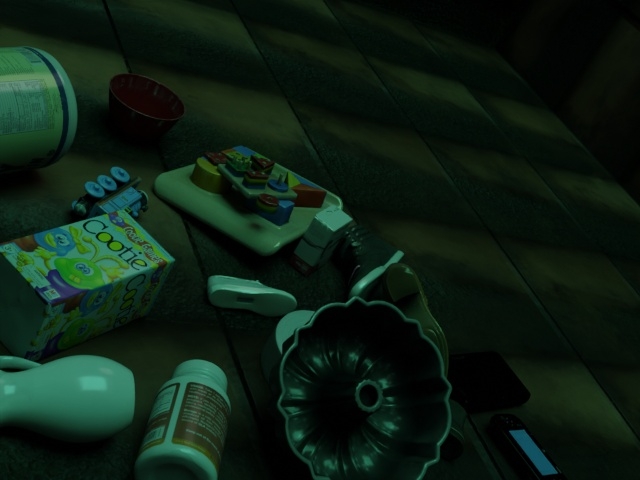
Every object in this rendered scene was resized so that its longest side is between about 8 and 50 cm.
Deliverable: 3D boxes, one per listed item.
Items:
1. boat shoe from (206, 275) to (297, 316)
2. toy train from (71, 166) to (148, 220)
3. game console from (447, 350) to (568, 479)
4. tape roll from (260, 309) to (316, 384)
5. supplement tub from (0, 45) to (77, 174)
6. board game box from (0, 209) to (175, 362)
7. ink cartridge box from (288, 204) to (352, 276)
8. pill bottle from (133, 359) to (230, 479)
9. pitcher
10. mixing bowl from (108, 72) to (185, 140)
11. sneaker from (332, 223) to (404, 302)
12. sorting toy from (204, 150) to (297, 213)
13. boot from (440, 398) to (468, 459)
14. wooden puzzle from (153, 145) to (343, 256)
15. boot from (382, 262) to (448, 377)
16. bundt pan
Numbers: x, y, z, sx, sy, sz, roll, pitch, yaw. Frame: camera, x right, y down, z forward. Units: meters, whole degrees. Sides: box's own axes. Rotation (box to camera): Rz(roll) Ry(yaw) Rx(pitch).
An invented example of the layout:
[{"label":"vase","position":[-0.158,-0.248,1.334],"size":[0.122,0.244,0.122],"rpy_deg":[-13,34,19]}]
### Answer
[{"label":"boat shoe","position":[-0.136,0.104,1.750],"size":[0.184,0.066,0.063],"rpy_deg":[5,38,-21]},{"label":"toy train","position":[-0.407,-0.074,1.756],"size":[0.105,0.080,0.184],"rpy_deg":[41,28,0]},{"label":"game console","position":[0.390,0.371,1.830],"size":[0.213,0.044,0.361],"rpy_deg":[1,42,-41]},{"label":"tape roll","position":[0.001,0.231,1.664],"size":[0.219,0.072,0.219],"rpy_deg":[22,31,-14]},{"label":"supplement tub","position":[-0.633,-0.227,1.617],"size":[0.235,0.235,0.324],"rpy_deg":[42,32,19]},{"label":"board game box","position":[-0.400,0.071,1.473],"size":[0.142,0.144,0.275],"rpy_deg":[42,32,17]},{"label":"ink cartridge box","position":[0.000,0.000,1.943],"size":[0.056,0.135,0.099],"rpy_deg":[38,31,12]},{"label":"pill bottle","position":[-0.201,0.284,1.355],"size":[0.121,0.121,0.216],"rpy_deg":[25,31,-11]},{"label":"pitcher","position":[-0.385,0.217,1.309],"size":[0.207,0.126,0.178],"rpy_deg":[3,23,-21]},{"label":"mixing bowl","position":[-0.411,-0.291,2.049],"size":[0.181,0.098,0.181],"rpy_deg":[22,31,-14]},{"label":"sneaker","position":[0.076,0.054,1.974],"size":[0.146,0.105,0.296],"rpy_deg":[33,24,9]},{"label":"sorting toy","position":[-0.136,-0.145,1.923],"size":[0.132,0.046,0.274],"rpy_deg":[0,31,-41]},{"label":"boot","position":[0.197,0.318,1.722],"size":[0.198,0.077,0.137],"rpy_deg":[44,25,-3]},{"label":"wooden puzzle","position":[-0.146,-0.115,1.995],"size":[0.322,0.081,0.348],"rpy_deg":[29,29,16]},{"label":"boot","position":[0.189,0.185,1.873],"size":[0.220,0.109,0.284],"rpy_deg":[49,20,-84]},{"label":"bundt pan","position":[0.052,0.268,1.502],"size":[0.330,0.124,0.331],"rpy_deg":[8,71,-26]}]
